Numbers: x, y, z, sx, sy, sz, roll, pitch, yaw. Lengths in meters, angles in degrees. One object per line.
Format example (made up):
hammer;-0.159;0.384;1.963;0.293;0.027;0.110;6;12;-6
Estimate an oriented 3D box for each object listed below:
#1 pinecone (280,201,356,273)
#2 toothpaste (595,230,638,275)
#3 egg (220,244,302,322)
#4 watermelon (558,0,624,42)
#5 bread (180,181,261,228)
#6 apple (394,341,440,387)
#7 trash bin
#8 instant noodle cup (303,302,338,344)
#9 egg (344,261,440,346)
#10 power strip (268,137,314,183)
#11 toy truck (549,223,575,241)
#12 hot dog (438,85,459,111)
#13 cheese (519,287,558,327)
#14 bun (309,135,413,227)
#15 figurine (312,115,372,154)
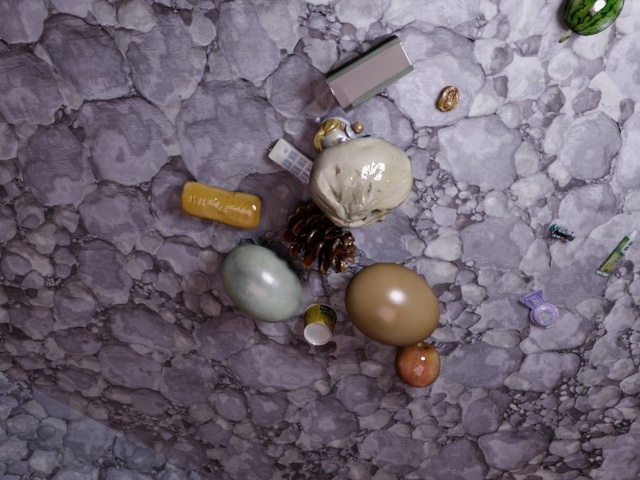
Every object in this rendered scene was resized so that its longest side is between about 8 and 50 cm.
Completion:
pinecone;0.000;0.000;1.628;0.244;0.309;0.243;-23;139;-22
toothpaste;1.096;0.047;1.676;0.049;0.031;0.204;18;121;-4
egg;-0.222;0.166;1.738;0.352;0.258;0.258;42;114;-10
watermelon;0.752;-0.637;1.283;0.141;0.140;0.187;31;120;-11
bread;-0.372;-0.126;1.693;0.306;0.091;0.141;12;113;-2
apple;0.406;0.511;1.904;0.189;0.188;0.173;10;108;0
trash bin;0.149;-0.515;1.396;0.241;0.164;0.122;-28;113;15
instant noodle cup;-0.003;0.353;1.892;0.152;0.122;0.151;1;116;3
egg;0.270;0.241;1.707;0.374;0.301;0.301;28;117;-22
power strip;-0.091;-0.281;1.611;0.192;0.035;0.081;34;116;-13
toy truck;0.877;-0.029;1.649;0.084;0.044;0.039;20;140;-6
hot dog;0.414;-0.455;1.469;0.058;0.035;0.083;17;118;1
cheese;0.878;0.278;1.813;0.105;0.042;0.191;-36;107;20
bun;0.140;-0.169;1.455;0.326;0.234;0.362;-29;149;22
figurine;0.110;-0.327;1.522;0.275;0.133;0.193;5;141;-4
